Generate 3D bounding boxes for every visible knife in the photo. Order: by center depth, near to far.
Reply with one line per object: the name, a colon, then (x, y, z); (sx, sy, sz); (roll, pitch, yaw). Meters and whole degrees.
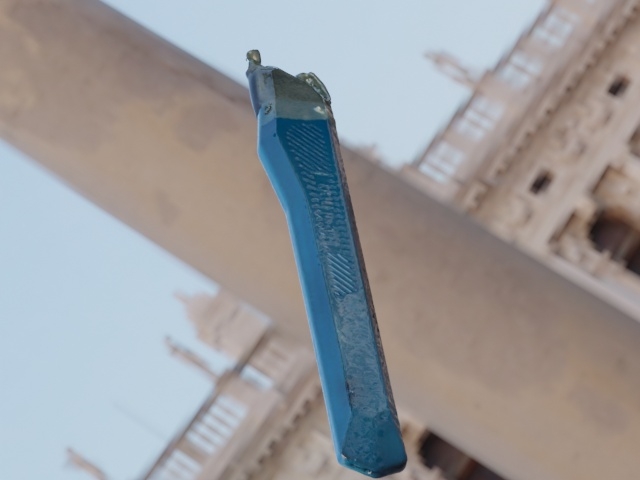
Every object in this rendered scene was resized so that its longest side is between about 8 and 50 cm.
knife: (-0.001, 0.002, 0.920); (0.296, 0.044, 0.026); (-101, 29, -49)
